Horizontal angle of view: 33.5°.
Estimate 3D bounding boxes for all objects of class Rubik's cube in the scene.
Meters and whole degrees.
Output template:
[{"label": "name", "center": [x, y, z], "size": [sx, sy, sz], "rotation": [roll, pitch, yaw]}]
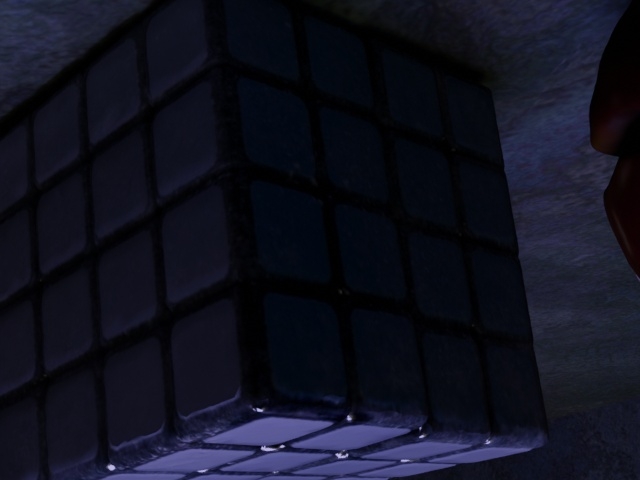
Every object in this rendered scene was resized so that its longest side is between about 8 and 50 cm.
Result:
[{"label": "Rubik's cube", "center": [-0.054, 0.037, 0.907], "size": [0.337, 0.344, 0.344], "rotation": [12, 152, -44]}]

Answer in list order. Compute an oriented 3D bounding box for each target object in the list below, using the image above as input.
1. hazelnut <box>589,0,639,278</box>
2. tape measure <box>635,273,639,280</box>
[{"label": "hazelnut", "center": [0.415, -0.071, 0.733], "size": [0.429, 0.402, 0.402], "rotation": [-25, 155, 15]}, {"label": "tape measure", "center": [0.501, -0.010, 1.284], "size": [0.265, 0.130, 0.258], "rotation": [7, 158, -33]}]
